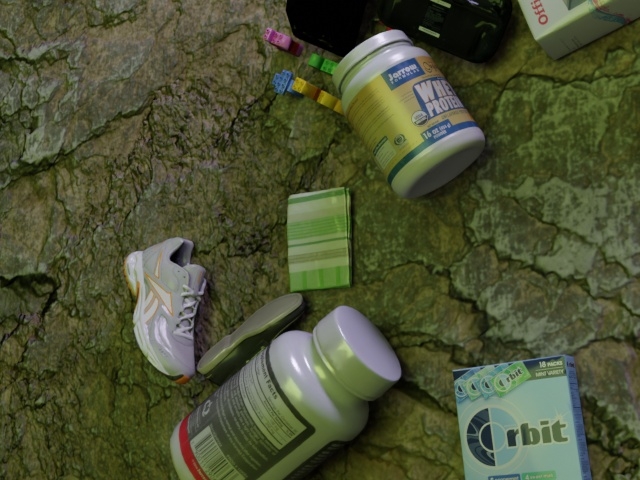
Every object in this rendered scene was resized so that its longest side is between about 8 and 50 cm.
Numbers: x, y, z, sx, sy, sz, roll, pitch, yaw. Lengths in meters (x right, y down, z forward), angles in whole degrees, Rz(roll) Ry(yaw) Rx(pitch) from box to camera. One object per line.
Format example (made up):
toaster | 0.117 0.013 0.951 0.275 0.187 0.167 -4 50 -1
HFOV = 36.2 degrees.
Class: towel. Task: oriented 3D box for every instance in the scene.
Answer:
towel | 0.000 0.000 1.485 0.113 0.023 0.152 -7 79 33

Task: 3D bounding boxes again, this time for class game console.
game console | 0.104 -0.350 1.425 0.361 0.044 0.213 29 119 26

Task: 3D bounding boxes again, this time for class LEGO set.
LEGO set | -0.018 -0.253 1.497 0.227 0.093 0.087 27 96 32

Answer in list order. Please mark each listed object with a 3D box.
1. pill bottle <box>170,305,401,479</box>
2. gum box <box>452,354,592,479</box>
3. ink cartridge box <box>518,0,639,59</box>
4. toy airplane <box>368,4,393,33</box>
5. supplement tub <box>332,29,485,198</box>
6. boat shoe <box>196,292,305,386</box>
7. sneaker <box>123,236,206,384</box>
pill bottle | -0.045 0.238 1.372 0.318 0.176 0.176 -42 62 19
gum box | 0.259 0.250 1.262 0.157 0.041 0.184 -13 74 30
ink cartridge box | 0.361 -0.359 1.284 0.212 0.093 0.154 -26 69 26
toy airplane | 0.135 -0.330 1.456 0.151 0.028 0.151 -5 80 31
supplement tub | 0.118 -0.174 1.351 0.144 0.144 0.199 -37 75 21
boat shoe | -0.095 0.156 1.501 0.206 0.075 0.065 -37 107 15
sneaker | -0.230 0.099 1.547 0.121 0.099 0.262 -31 55 14
